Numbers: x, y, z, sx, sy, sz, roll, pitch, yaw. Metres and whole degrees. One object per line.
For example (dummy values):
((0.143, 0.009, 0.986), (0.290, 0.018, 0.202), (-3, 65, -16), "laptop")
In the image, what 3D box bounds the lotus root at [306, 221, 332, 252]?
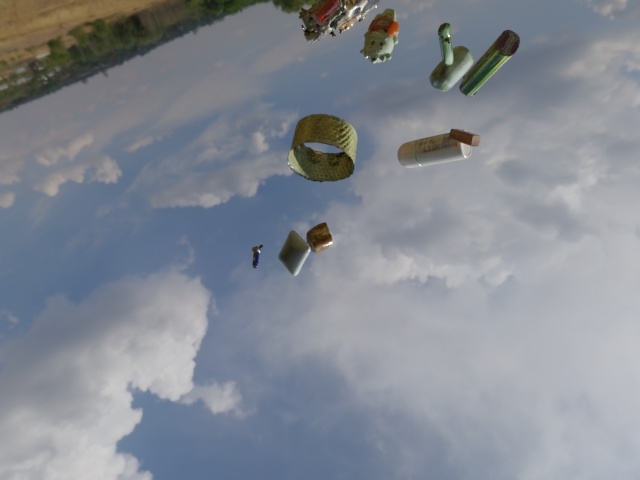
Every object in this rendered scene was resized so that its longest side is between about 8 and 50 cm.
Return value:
((-0.004, 0.000, 2.203), (0.135, 0.160, 0.095), (-21, -146, -40), "lotus root")

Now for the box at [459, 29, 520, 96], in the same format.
((0.783, -0.817, 1.976), (0.134, 0.097, 0.345), (-62, -177, -14), "box")

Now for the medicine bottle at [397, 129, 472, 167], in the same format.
((0.515, -0.418, 1.960), (0.340, 0.130, 0.130), (-3, -146, 41), "medicine bottle")

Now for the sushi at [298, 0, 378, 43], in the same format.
((0.085, -1.031, 1.856), (0.417, 0.176, 0.417), (-30, -164, 10), "sushi")

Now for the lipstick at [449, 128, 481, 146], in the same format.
((0.589, -0.422, 1.724), (0.045, 0.045, 0.145), (-3, -155, -21), "lipstick")

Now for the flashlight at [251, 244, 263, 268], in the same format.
((-0.278, 0.066, 1.809), (0.057, 0.035, 0.121), (-16, -135, 17), "flashlight")

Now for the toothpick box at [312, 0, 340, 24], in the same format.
((0.017, -0.713, 1.308), (0.083, 0.047, 0.047), (-44, -148, 4), "toothpick box")

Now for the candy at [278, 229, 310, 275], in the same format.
((-0.122, 0.057, 1.903), (0.071, 0.174, 0.138), (-12, -130, -47), "candy")

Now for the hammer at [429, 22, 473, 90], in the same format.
((0.544, -0.791, 1.782), (0.119, 0.335, 0.206), (42, -87, 25), "hammer")

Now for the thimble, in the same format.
((0.009, -0.361, 1.671), (0.270, 0.271, 0.150), (-3, -117, 25), "thimble")

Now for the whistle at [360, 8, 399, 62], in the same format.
((0.204, -0.674, 1.386), (0.105, 0.101, 0.254), (-28, -143, 58), "whistle")
